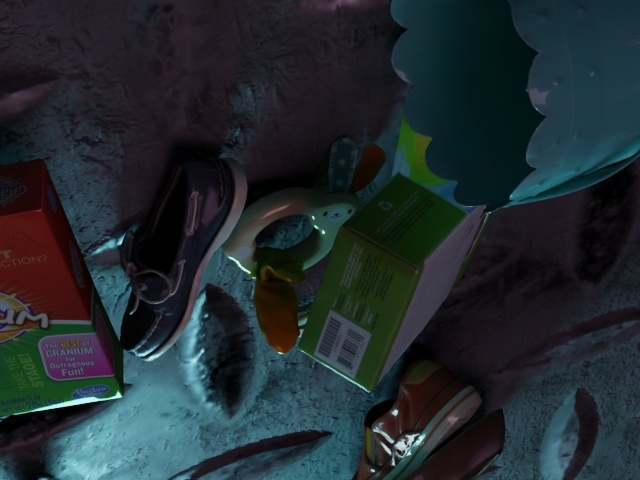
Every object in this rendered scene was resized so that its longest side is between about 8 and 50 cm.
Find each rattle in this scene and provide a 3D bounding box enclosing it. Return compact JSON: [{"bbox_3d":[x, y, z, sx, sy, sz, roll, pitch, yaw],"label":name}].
[{"bbox_3d":[0.000,0.000,1.727,0.200,0.142,0.130,-31,125,13],"label":"rattle"}]

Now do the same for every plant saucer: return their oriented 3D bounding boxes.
[{"bbox_3d":[0.136,0.339,2.162,0.311,0.050,0.310,-37,166,-11],"label":"plant saucer"}]

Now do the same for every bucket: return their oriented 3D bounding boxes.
[{"bbox_3d":[0.207,-0.178,1.550,0.183,0.281,0.281,-16,141,-21],"label":"bucket"}]

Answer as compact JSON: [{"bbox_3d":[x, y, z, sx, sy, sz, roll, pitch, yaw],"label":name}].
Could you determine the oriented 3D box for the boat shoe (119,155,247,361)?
[{"bbox_3d":[-0.160,0.020,1.680,0.079,0.095,0.254,5,130,-38],"label":"boat shoe"}]

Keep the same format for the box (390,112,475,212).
[{"bbox_3d":[0.134,-0.075,1.794,0.109,0.042,0.178,-12,140,-19],"label":"box"}]

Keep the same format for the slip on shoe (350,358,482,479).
[{"bbox_3d":[0.102,0.258,2.125,0.123,0.101,0.331,-34,164,-36],"label":"slip on shoe"}]

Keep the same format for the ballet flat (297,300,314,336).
[{"bbox_3d":[-0.005,0.089,1.901,0.114,0.041,0.041,-21,142,-10],"label":"ballet flat"}]

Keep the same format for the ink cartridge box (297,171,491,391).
[{"bbox_3d":[0.096,0.015,1.768,0.255,0.097,0.188,-45,161,-47],"label":"ink cartridge box"}]

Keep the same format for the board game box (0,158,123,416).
[{"bbox_3d":[-0.345,0.063,1.588,0.242,0.064,0.316,-10,142,3],"label":"board game box"}]
